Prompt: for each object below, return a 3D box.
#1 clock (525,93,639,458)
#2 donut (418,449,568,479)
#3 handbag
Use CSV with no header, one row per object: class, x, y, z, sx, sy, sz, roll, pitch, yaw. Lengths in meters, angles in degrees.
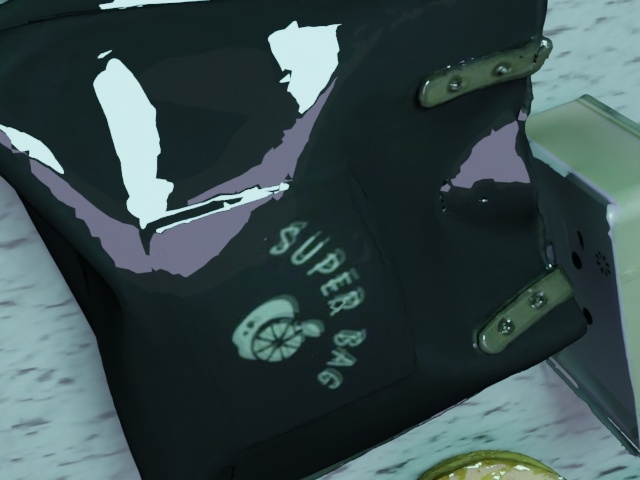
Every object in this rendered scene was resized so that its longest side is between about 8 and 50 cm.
clock,0.185,0.022,0.693,0.071,0.147,0.192,-22,120,-9
donut,0.124,0.242,0.798,0.174,0.074,0.190,-11,96,3
handbag,0.000,0.000,0.594,0.288,0.152,0.342,-19,126,-3
